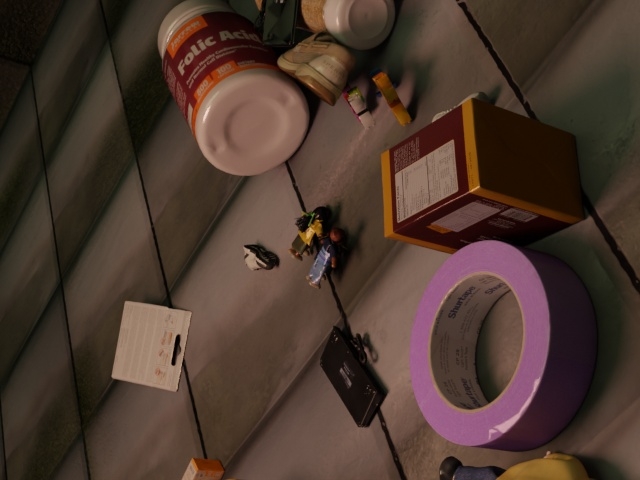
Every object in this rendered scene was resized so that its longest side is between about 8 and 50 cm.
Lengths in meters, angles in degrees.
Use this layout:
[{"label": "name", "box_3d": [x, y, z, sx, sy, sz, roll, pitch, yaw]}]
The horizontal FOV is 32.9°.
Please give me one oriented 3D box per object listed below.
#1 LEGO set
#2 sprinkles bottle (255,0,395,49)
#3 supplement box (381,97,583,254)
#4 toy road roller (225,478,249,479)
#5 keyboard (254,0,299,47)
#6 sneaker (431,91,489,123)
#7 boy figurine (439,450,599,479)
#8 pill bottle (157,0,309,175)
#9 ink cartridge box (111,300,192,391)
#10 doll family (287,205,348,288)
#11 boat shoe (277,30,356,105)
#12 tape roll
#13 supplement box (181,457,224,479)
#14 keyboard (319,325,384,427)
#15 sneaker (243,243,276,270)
[{"label": "LEGO set", "box_3d": [0.098, -0.226, 1.811, 0.087, 0.093, 0.227, -32, 13, 5]}, {"label": "sprinkles bottle", "box_3d": [0.001, -0.440, 2.009, 0.355, 0.121, 0.121, 35, 108, 56]}, {"label": "supplement box", "box_3d": [0.216, -0.074, 1.475, 0.194, 0.191, 0.129, -29, 55, 49]}, {"label": "toy road roller", "box_3d": [-0.148, 0.555, 1.759, 0.202, 0.240, 0.330, -9, 71, 56]}, {"label": "keyboard", "box_3d": [-0.069, -0.449, 1.989, 0.100, 0.038, 0.192, 8, 93, 37]}, {"label": "sneaker", "box_3d": [0.200, -0.181, 1.669, 0.152, 0.053, 0.061, -48, 39, 38]}, {"label": "boy figurine", "box_3d": [0.263, 0.318, 1.320, 0.285, 0.177, 0.092, -5, 115, 41]}, {"label": "pill bottle", "box_3d": [-0.187, -0.320, 2.157, 0.224, 0.224, 0.392, -61, 36, 24]}, {"label": "ink cartridge box", "box_3d": [-0.362, 0.235, 2.407, 0.224, 0.056, 0.181, 5, 82, 39]}, {"label": "doll family", "box_3d": [0.000, 0.000, 1.900, 0.111, 0.076, 0.193, -59, 41, 19]}, {"label": "boat shoe", "box_3d": [0.001, -0.309, 1.893, 0.098, 0.109, 0.302, -53, 15, 5]}, {"label": "tape roll", "box_3d": [0.239, 0.142, 1.459, 0.274, 0.090, 0.275, -28, 55, 50]}, {"label": "supplement box", "box_3d": [-0.234, 0.470, 2.091, 0.036, 0.062, 0.098, 51, 122, 50]}, {"label": "keyboard", "box_3d": [0.055, 0.211, 1.780, 0.180, 0.023, 0.108, 53, 129, 50]}, {"label": "sneaker", "box_3d": [-0.116, 0.041, 2.098, 0.109, 0.040, 0.044, -148, 58, -60]}]
